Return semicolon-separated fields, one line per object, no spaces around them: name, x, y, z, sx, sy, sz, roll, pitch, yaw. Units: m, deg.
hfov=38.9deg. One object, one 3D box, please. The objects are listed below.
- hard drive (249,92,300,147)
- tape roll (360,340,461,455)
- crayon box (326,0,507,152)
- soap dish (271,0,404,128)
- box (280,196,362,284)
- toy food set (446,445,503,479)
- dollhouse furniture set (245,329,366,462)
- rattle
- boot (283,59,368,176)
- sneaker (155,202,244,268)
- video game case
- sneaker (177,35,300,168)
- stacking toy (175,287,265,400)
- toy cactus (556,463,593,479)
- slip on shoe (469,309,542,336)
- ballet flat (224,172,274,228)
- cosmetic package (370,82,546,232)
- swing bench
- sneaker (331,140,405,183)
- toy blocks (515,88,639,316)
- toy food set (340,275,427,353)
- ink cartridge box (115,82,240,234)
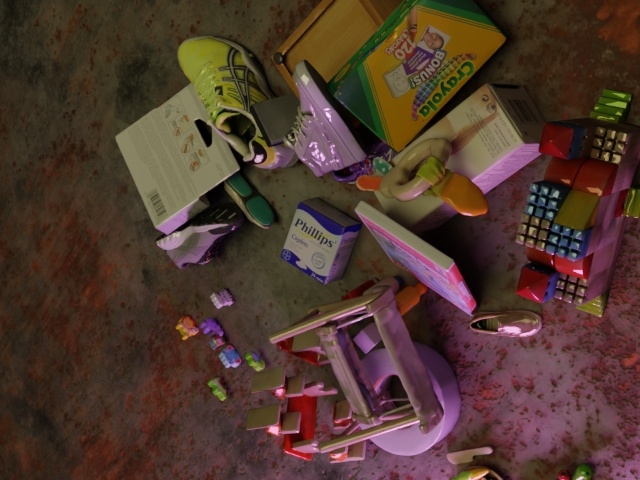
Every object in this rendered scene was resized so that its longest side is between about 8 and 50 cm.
hard drive;-0.067;-0.249;1.844;0.094;0.135;0.022;63;148;9
tape roll;0.168;0.313;1.810;0.219;0.072;0.219;7;102;34
crayon box;0.166;-0.313;1.589;0.165;0.081;0.278;39;101;-23
soap dish;0.054;-0.360;1.745;0.291;0.118;0.229;-41;74;32
box;0.000;0.000;1.877;0.126;0.072;0.137;31;114;27
toy food set;0.312;0.499;1.749;0.132;0.038;0.192;-28;82;45
dollhouse furniture set;-0.034;0.317;1.866;0.135;0.262;0.259;-18;54;39
rattle;0.175;-0.093;1.574;0.199;0.143;0.130;-26;50;51
boot;-0.017;-0.211;1.671;0.123;0.258;0.095;-26;45;12
sneaker;-0.258;-0.007;2.054;0.271;0.100;0.108;-20;106;45
video game case;0.180;0.037;1.640;0.204;0.285;0.025;35;84;26
sneaker;-0.187;-0.304;1.913;0.385;0.147;0.145;46;123;22
stacking toy;-0.230;0.239;2.104;0.167;0.052;0.221;-40;76;36
toy cactus;0.429;0.499;1.646;0.180;0.112;0.219;18;117;43
slip on shoe;0.341;0.154;1.675;0.135;0.041;0.051;3;100;36
ballet flat;-0.157;-0.084;1.998;0.168;0.057;0.052;53;151;21
cosmetic package;0.250;-0.143;1.622;0.296;0.153;0.129;-38;74;33
swing bench;0.085;0.234;1.693;0.254;0.165;0.253;-20;95;34
sneaker;0.094;-0.152;1.782;0.170;0.071;0.068;-28;82;35
toy blocks;0.411;-0.044;1.452;0.191;0.261;0.381;20;110;32
toy food set;0.106;0.143;1.824;0.111;0.104;0.232;49;134;11
ink cartridge box;-0.317;-0.190;2.055;0.239;0.060;0.275;-33;65;10
